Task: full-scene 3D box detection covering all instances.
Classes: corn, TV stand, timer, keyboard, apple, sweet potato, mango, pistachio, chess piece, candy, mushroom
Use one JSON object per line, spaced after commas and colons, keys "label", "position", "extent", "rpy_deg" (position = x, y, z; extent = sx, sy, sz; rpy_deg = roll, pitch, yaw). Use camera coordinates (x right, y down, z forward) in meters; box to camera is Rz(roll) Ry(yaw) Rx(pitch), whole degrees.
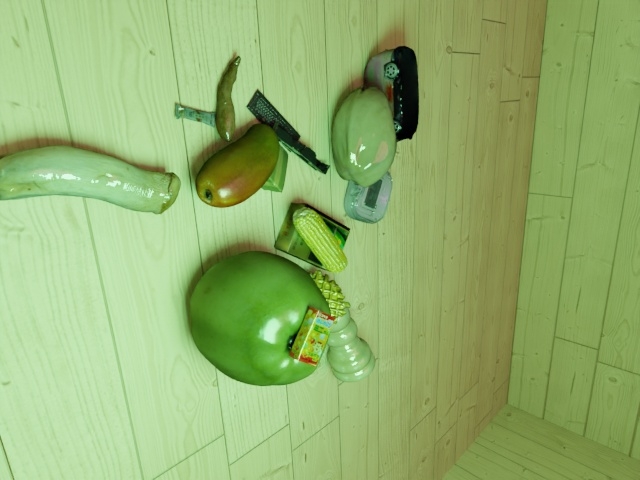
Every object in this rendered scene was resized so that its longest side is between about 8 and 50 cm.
{"label": "corn", "position": [0.000, 0.000, 1.322], "extent": [0.081, 0.081, 0.248], "rpy_deg": [-54, 131, -22]}
{"label": "TV stand", "position": [-0.058, -0.265, 1.304], "extent": [0.249, 0.042, 0.036], "rpy_deg": [30, 85, -50]}
{"label": "timer", "position": [0.172, -0.166, 1.569], "extent": [0.191, 0.069, 0.208], "rpy_deg": [13, 92, -45]}
{"label": "keyboard", "position": [-0.126, -0.330, 1.249], "extent": [0.198, 0.010, 0.063], "rpy_deg": [40, 73, -45]}
{"label": "apple", "position": [-0.147, 0.196, 1.148], "extent": [0.358, 0.358, 0.356], "rpy_deg": [-15, 112, -44]}
{"label": "sweet potato", "position": [-0.229, -0.351, 1.109], "extent": [0.050, 0.050, 0.213], "rpy_deg": [4, 92, -47]}
{"label": "mango", "position": [-0.193, -0.186, 1.118], "extent": [0.289, 0.146, 0.129], "rpy_deg": [-50, 136, -27]}
{"label": "pistachio", "position": [0.140, -0.330, 1.392], "extent": [0.226, 0.208, 0.331], "rpy_deg": [8, 82, -54]}
{"label": "chess piece", "position": [0.070, 0.330, 1.538], "extent": [0.167, 0.167, 0.299], "rpy_deg": [-42, 123, -31]}
{"label": "candy", "position": [-0.018, 0.218, 1.015], "extent": [0.062, 0.038, 0.121], "rpy_deg": [31, 79, -38]}
{"label": "mushroom", "position": [-0.454, -0.118, 0.904], "extent": [0.352, 0.095, 0.122], "rpy_deg": [3, 116, -45]}

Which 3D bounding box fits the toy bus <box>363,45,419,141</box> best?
{"label": "toy bus", "position": [0.239, -0.478, 1.492], "extent": [0.128, 0.147, 0.302], "rpy_deg": [-29, 119, -44]}

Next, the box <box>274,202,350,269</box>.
{"label": "box", "position": [-0.020, -0.006, 1.407], "extent": [0.240, 0.071, 0.159], "rpy_deg": [26, 80, -47]}

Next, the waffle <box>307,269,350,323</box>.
{"label": "waffle", "position": [-0.022, 0.192, 1.405], "extent": [0.197, 0.070, 0.193], "rpy_deg": [44, 74, 4]}

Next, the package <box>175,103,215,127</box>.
{"label": "package", "position": [-0.298, -0.298, 1.072], "extent": [0.110, 0.015, 0.037], "rpy_deg": [-1, 96, -48]}

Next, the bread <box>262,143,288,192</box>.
{"label": "bread", "position": [-0.117, -0.209, 1.239], "extent": [0.139, 0.084, 0.074], "rpy_deg": [-58, 134, -19]}
